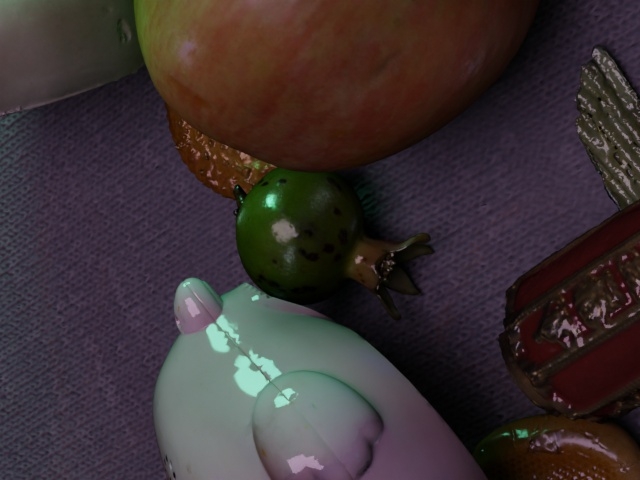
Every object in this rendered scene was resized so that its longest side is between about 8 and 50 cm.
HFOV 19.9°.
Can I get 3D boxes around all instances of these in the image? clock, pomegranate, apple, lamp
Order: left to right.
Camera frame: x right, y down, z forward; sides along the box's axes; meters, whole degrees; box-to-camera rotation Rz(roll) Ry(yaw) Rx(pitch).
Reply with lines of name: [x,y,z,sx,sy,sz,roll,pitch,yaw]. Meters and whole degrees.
clock: [-0.022,0.230,1.851,0.250,0.368,0.377,-39,64,-10]
apple: [0.008,-0.252,1.769,0.391,0.391,0.346,54,130,15]
pomegranate: [0.011,-0.004,1.941,0.220,0.156,0.156,7,100,-3]
lamp: [0.302,0.064,1.747,0.274,0.177,0.177,-34,77,29]

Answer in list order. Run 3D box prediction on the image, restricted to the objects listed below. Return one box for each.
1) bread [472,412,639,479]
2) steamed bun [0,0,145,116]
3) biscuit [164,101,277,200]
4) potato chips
bread: [0.245,0.228,1.852,0.189,0.077,0.114,-3,113,29]
steamed bun: [-0.343,-0.251,2.007,0.324,0.324,0.206,-11,101,30]
biscuit: [-0.071,-0.163,2.021,0.254,0.035,0.254,3,96,29]
potato chips: [0.305,-0.091,1.812,0.092,0.028,0.207,-37,81,25]
